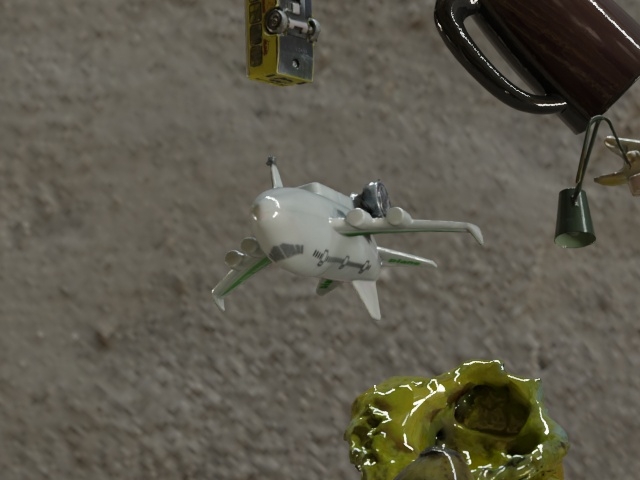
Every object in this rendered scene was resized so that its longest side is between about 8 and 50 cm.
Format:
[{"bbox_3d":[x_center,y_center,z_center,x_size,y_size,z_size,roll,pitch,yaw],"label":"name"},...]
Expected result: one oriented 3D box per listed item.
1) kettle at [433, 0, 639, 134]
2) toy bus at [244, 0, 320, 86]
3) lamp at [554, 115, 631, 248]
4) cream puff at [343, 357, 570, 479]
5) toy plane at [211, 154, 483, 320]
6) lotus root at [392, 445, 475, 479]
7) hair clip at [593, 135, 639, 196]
[{"bbox_3d":[0.248,-0.235,2.043,0.202,0.232,0.144,-47,1,-23],"label":"kettle"},{"bbox_3d":[-0.049,-0.311,2.255,0.074,0.081,0.226,-11,78,43],"label":"toy bus"},{"bbox_3d":[0.197,-0.042,1.319,0.041,0.121,0.054,2,66,-4],"label":"lamp"},{"bbox_3d":[0.148,0.226,1.690,0.185,0.282,0.282,-41,39,37],"label":"cream puff"},{"bbox_3d":[0.000,-0.004,1.509,0.251,0.255,0.101,-16,68,20],"label":"toy plane"},{"bbox_3d":[0.063,0.205,1.010,0.080,0.089,0.179,-3,95,-2],"label":"lotus root"},{"bbox_3d":[0.306,-0.060,1.422,0.214,0.062,0.056,1,85,49],"label":"hair clip"}]
